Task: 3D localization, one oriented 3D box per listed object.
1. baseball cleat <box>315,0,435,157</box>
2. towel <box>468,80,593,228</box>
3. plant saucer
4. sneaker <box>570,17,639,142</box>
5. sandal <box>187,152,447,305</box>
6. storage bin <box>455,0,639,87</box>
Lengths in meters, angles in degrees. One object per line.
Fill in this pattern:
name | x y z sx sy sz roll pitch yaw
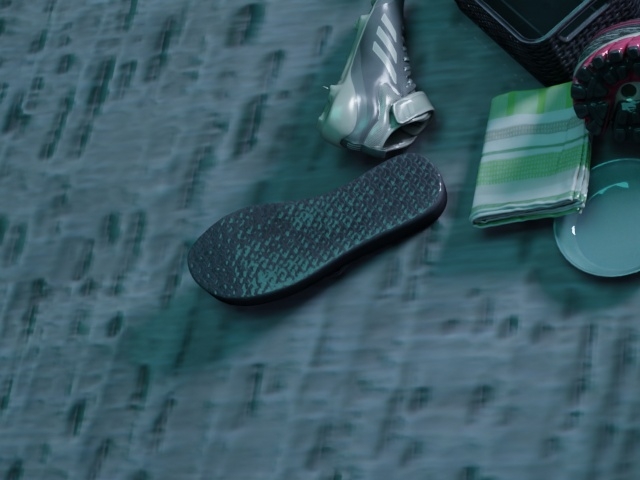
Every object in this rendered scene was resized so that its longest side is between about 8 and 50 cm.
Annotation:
baseball cleat | 0.067 -0.159 1.832 0.109 0.072 0.206 21 58 2
towel | 0.195 -0.083 1.726 0.113 0.023 0.152 -8 51 27
plant saucer | 0.267 -0.016 1.670 0.119 0.021 0.119 -12 57 19
sneaker | 0.370 -0.171 1.657 0.299 0.120 0.112 -4 30 15
sandal | 0.001 0.001 1.780 0.255 0.054 0.097 -19 62 4
storage bin | 0.205 -0.245 1.795 0.122 0.084 0.180 -41 54 -1
